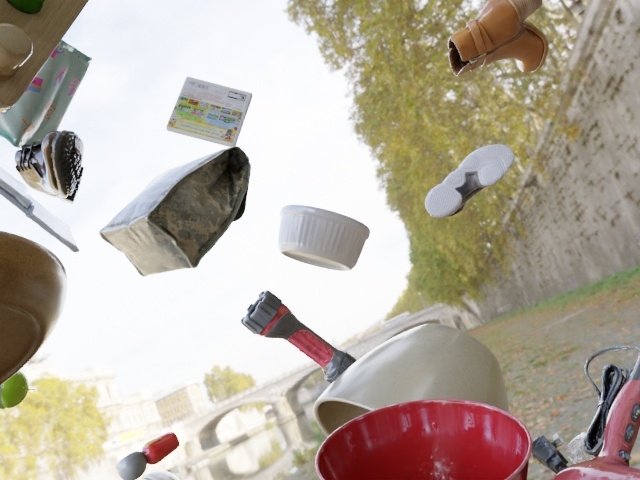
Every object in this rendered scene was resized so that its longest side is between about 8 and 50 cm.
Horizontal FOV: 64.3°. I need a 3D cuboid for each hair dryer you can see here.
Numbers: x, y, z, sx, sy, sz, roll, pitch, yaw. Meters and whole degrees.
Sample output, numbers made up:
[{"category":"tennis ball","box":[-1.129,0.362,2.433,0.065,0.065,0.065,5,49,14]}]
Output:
[{"category":"hair dryer","box":[0.342,0.242,0.610,0.223,0.080,0.293,-64,0,10]}]

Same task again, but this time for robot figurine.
[{"category":"robot figurine","box":[-0.558,0.254,0.871,0.115,0.067,0.101,2,-17,-7]}]

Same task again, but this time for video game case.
[{"category":"video game case","box":[-0.356,-0.416,1.646,0.227,0.206,0.026,15,-20,-1]}]

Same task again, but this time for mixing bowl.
[{"category":"mixing bowl","box":[0.094,0.219,0.439,0.181,0.098,0.181,-12,4,1]}]

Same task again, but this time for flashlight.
[{"category":"flashlight","box":[-0.038,0.241,1.187,0.103,0.304,0.103,-55,10,-24]}]

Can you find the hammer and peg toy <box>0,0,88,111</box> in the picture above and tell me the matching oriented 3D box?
[{"category":"hammer and peg toy","box":[-0.387,-0.255,0.475,0.127,0.361,0.266,-17,-43,40]}]

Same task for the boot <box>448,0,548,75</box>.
[{"category":"boot","box":[0.422,-0.452,1.215,0.220,0.109,0.283,-36,-26,7]}]

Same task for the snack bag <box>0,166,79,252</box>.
[{"category":"snack bag","box":[-0.767,-0.110,1.321,0.037,0.342,0.323,-48,30,-13]}]

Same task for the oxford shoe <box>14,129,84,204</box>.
[{"category":"oxford shoe","box":[-0.412,-0.111,0.765,0.096,0.082,0.227,18,-20,-23]}]

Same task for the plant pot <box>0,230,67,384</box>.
[{"category":"plant pot","box":[-0.264,0.075,0.294,0.236,0.032,0.236,-30,-18,-11]}]

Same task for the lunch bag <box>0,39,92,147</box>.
[{"category":"lunch bag","box":[-0.606,-0.321,0.944,0.223,0.262,0.160,-62,3,4]}]

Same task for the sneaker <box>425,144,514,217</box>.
[{"category":"sneaker","box":[0.401,-0.157,1.399,0.268,0.101,0.153,-38,-9,6]}]

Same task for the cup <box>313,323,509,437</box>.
[{"category":"cup","box":[0.189,0.287,0.882,0.237,0.331,0.331,-50,-1,-32]}]

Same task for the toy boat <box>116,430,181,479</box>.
[{"category":"toy boat","box":[-0.400,0.630,1.254,0.267,0.318,0.148,12,25,43]}]

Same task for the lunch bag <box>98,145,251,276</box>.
[{"category":"lunch bag","box":[-0.289,-0.074,1.098,0.235,0.169,0.287,-10,37,44]}]

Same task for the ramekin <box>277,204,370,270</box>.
[{"category":"ramekin","box":[0.000,0.000,1.463,0.273,0.127,0.273,14,-11,3]}]
